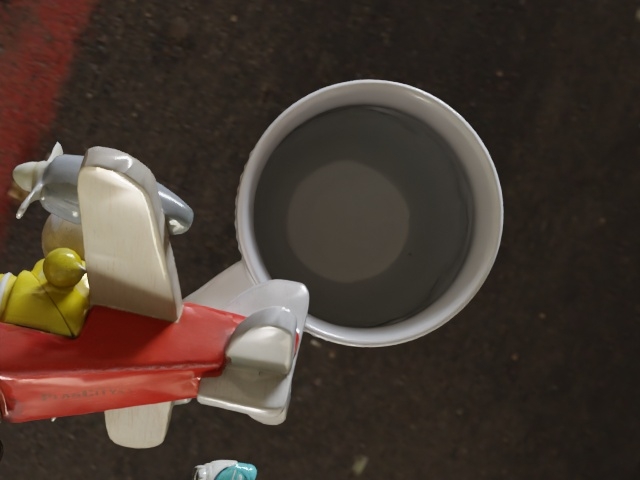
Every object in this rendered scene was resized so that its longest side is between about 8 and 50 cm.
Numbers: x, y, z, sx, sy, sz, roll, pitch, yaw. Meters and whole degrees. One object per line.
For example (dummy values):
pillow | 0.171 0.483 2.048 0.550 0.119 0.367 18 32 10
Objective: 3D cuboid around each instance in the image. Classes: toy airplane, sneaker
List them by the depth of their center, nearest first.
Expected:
toy airplane | -0.198 0.069 1.378 0.386 0.272 0.384 -35 139 28
sneaker | -0.134 0.473 2.188 0.110 0.107 0.275 -6 107 -8

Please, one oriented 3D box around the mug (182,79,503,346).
mug | 0.000 0.000 1.589 0.374 0.328 0.276 -32 91 -4
